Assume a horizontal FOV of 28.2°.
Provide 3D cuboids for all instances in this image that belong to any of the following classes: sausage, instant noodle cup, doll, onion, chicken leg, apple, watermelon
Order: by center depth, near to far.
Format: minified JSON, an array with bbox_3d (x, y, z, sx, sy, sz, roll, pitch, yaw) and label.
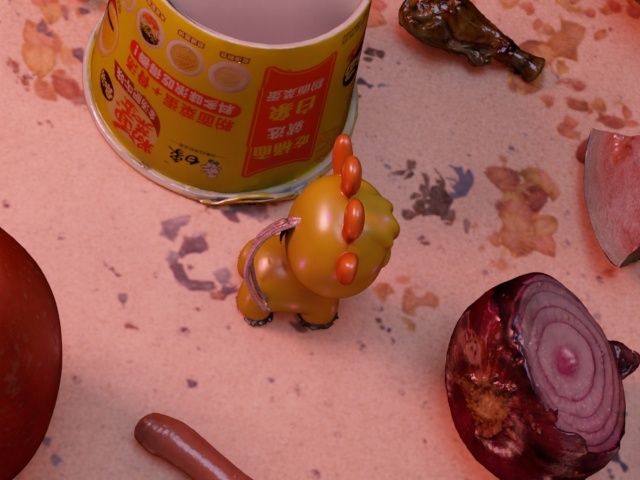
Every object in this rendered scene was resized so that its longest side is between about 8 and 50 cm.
[{"bbox_3d":[-0.330,0.090,1.023,0.260,0.260,0.216,1,36,-14],"label":"apple"},{"bbox_3d":[-0.088,0.217,1.138,0.186,0.043,0.043,39,60,8],"label":"sausage"},{"bbox_3d":[0.000,0.000,1.178,0.135,0.221,0.143,8,64,-15],"label":"doll"},{"bbox_3d":[0.217,0.133,1.214,0.218,0.140,0.195,-11,67,-47],"label":"onion"},{"bbox_3d":[-0.081,-0.216,1.271,0.311,0.221,0.311,6,61,-11],"label":"instant noodle cup"},{"bbox_3d":[0.394,-0.046,1.350,0.207,0.202,0.136,-3,102,-14],"label":"watermelon"},{"bbox_3d":[0.172,-0.228,1.437,0.178,0.070,0.093,27,33,-13],"label":"chicken leg"}]

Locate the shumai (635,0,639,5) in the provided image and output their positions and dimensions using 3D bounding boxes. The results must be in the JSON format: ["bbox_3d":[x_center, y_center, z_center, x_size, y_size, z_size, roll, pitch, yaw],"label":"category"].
[{"bbox_3d":[0.475,-0.290,1.506,0.255,0.189,0.218,-15,84,-38],"label":"shumai"}]
